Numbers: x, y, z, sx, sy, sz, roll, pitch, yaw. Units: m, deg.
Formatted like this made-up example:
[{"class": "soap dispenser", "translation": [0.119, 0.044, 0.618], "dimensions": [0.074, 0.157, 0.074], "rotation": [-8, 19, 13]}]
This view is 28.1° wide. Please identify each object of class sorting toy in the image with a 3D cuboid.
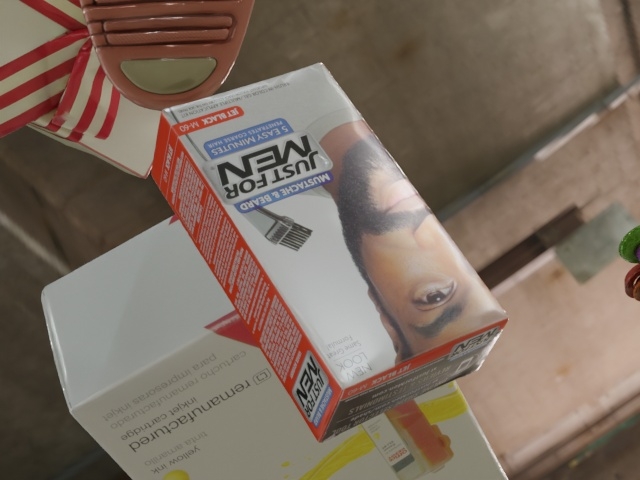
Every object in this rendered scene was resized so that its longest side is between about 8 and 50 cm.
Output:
[{"class": "sorting toy", "translation": [0.332, 0.028, 1.263], "dimensions": [0.061, 0.042, 0.102], "rotation": [-21, -43, -2]}]

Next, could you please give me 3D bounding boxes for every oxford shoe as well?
[{"class": "oxford shoe", "translation": [-0.115, -0.267, 0.947], "dimensions": [0.140, 0.397, 0.146], "rotation": [0, -17, -9]}]

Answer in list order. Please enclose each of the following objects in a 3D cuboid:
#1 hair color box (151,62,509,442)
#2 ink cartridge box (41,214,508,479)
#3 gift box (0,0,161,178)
[{"class": "hair color box", "translation": [0.000, 0.000, 0.600], "dimensions": [0.093, 0.167, 0.053], "rotation": [-21, -27, -27]}, {"class": "ink cartridge box", "translation": [-0.026, 0.142, 1.156], "dimensions": [0.279, 0.160, 0.384], "rotation": [-30, -48, 1]}, {"class": "gift box", "translation": [-0.265, -0.216, 1.234], "dimensions": [0.276, 0.258, 0.255], "rotation": [23, -92, -35]}]
